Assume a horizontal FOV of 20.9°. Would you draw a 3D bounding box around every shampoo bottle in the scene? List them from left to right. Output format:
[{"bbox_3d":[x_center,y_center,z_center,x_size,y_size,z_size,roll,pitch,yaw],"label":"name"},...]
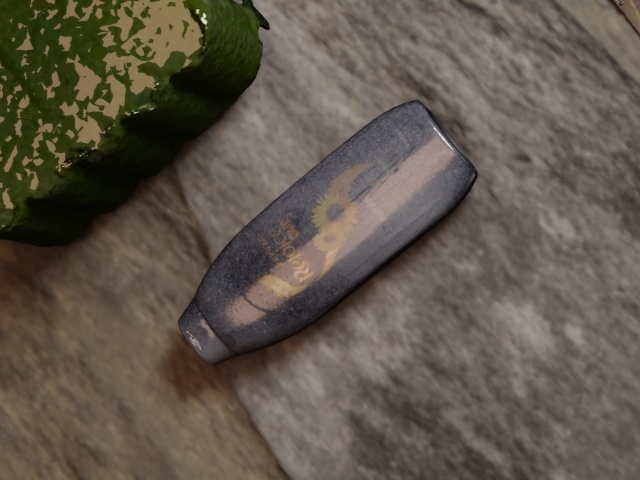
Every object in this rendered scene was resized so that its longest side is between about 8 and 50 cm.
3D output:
[{"bbox_3d":[0.000,0.000,1.224,0.233,0.049,0.087,-39,77,9],"label":"shampoo bottle"}]

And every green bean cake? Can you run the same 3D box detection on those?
[{"bbox_3d":[-0.200,-0.151,1.227,0.247,0.156,0.250,-41,79,10],"label":"green bean cake"}]

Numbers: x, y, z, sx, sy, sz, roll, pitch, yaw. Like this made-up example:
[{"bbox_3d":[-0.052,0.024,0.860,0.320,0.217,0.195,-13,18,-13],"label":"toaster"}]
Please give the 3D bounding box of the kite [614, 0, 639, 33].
[{"bbox_3d":[0.196,-0.254,1.207,0.285,0.015,0.152,39,96,13],"label":"kite"}]
